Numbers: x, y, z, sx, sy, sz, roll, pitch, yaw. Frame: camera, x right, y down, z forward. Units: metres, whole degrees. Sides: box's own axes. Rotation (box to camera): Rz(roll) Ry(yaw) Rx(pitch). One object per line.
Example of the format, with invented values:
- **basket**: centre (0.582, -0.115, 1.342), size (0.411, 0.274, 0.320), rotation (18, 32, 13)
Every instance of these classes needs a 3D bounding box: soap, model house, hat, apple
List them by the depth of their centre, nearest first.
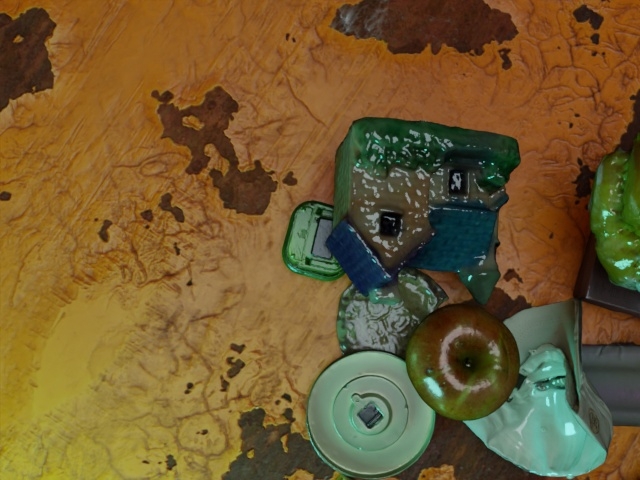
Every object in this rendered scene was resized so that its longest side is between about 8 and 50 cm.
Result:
- **apple**: centre (0.239, 0.207, 1.364), size (0.196, 0.196, 0.196), rotation (0, 85, -3)
- **model house**: centre (0.172, -0.029, 1.368), size (0.312, 0.245, 0.280), rotation (7, 77, -10)
- **hat**: centre (0.411, 0.250, 1.415), size (0.168, 0.258, 0.301), rotation (30, 62, -27)
- **soap**: centre (0.606, 0.264, 1.483), size (0.302, 0.257, 0.159), rotation (-4, 84, 41)

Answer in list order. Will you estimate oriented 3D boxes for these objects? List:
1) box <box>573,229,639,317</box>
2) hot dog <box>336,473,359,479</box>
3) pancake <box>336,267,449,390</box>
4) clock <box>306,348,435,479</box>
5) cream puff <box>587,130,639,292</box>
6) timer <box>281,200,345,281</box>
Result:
- **box**: centre (0.595, 0.040, 1.478), size (0.215, 0.086, 0.215), rotation (16, 84, -1)
- **hot dog**: centre (0.071, 0.448, 1.441), size (0.090, 0.034, 0.030), rotation (20, 85, -1)
- **pancake**: centre (0.134, 0.156, 1.472), size (0.212, 0.029, 0.235), rotation (9, 85, -2)
- **clock**: centre (0.090, 0.313, 1.442), size (0.235, 0.029, 0.235), rotation (0, 91, 2)
- **cream puff**: centre (0.605, -0.064, 1.269), size (0.378, 0.378, 0.276), rotation (-13, 107, -4)
- **timer**: centre (0.000, 0.000, 1.470), size (0.128, 0.047, 0.140), rotation (15, 84, -2)
